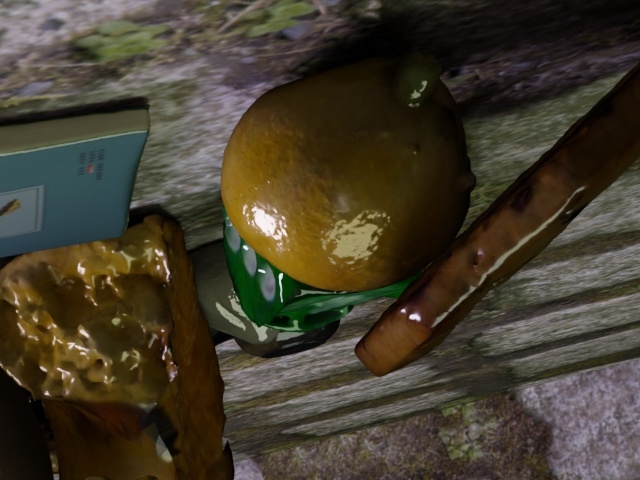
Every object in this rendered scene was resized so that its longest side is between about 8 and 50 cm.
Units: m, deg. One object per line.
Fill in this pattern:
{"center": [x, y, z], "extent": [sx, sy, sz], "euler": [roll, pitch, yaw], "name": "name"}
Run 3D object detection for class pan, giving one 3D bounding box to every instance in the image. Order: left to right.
{"center": [-0.072, 0.108, 1.914], "extent": [0.201, 0.048, 0.128], "euler": [-10, 168, -12], "name": "pan"}

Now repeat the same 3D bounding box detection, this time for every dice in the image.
{"center": [0.000, 0.000, 1.357], "extent": [0.130, 0.120, 0.128], "euler": [-11, 166, -21], "name": "dice"}

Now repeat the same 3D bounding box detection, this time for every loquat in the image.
{"center": [0.025, -0.048, 1.114], "extent": [0.172, 0.149, 0.204], "euler": [-3, 147, -38], "name": "loquat"}

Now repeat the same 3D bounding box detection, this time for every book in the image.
{"center": [-0.310, -0.013, 1.172], "extent": [0.379, 0.031, 0.264], "euler": [-10, 168, -14], "name": "book"}

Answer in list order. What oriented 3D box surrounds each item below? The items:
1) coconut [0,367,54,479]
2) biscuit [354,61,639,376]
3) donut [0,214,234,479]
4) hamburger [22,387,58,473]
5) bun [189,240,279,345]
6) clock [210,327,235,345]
{"center": [-0.384, 0.210, 1.464], "extent": [0.322, 0.323, 0.323], "euler": [-13, 167, -3], "name": "coconut"}
{"center": [0.160, -0.036, 1.167], "extent": [0.359, 0.046, 0.359], "euler": [-43, 177, -3], "name": "biscuit"}
{"center": [-0.181, 0.217, 1.399], "extent": [0.163, 0.435, 0.378], "euler": [-4, 136, 7], "name": "donut"}
{"center": [-0.232, 0.176, 1.712], "extent": [0.231, 0.107, 0.231], "euler": [-19, 169, -4], "name": "hamburger"}
{"center": [-0.063, 0.051, 1.577], "extent": [0.138, 0.094, 0.138], "euler": [-10, 165, -3], "name": "bun"}
{"center": [-0.182, 0.086, 1.709], "extent": [0.226, 0.049, 0.226], "euler": [-12, 167, -3], "name": "clock"}
